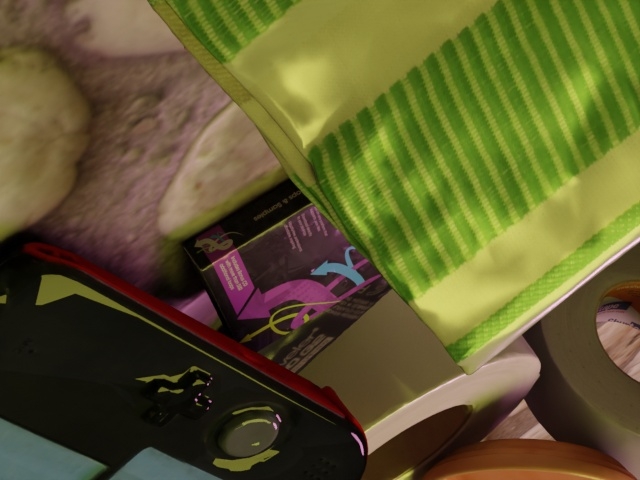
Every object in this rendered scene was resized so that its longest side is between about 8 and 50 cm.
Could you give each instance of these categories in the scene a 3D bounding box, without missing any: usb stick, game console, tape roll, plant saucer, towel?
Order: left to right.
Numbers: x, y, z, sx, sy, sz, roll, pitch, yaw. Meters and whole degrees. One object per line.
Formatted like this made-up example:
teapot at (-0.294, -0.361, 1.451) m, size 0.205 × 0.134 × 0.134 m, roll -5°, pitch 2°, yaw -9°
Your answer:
game console at (-0.190, 0.186, 1.051) m, size 0.386 × 0.060 × 0.342 m, roll -41°, pitch 140°, yaw 15°
usb stick at (-0.048, 0.088, 1.208) m, size 0.278 × 0.045 × 0.077 m, roll -42°, pitch 149°, yaw 20°
tape roll at (0.042, 0.142, 1.383) m, size 0.286 × 0.100 × 0.286 m, roll -30°, pitch 158°, yaw -13°
towel at (0.053, -0.131, 0.602) m, size 0.248 × 0.038 × 0.325 m, roll -38°, pitch 114°, yaw 7°
plant saucer at (0.185, 0.215, 1.444) m, size 0.200 × 0.037 × 0.200 m, roll 6°, pitch 154°, yaw 3°
tape roll at (0.285, 0.102, 1.493) m, size 0.219 × 0.219 × 0.072 m, roll -22°, pitch 157°, yaw -30°

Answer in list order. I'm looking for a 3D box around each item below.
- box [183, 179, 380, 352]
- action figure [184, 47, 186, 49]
box at (0.000, 0.000, 1.074) m, size 0.162 × 0.029 × 0.116 m, roll -33°, pitch 145°, yaw -8°
action figure at (0.074, -0.142, 0.790) m, size 0.370 × 0.248 × 0.275 m, roll -6°, pitch -170°, yaw -30°
